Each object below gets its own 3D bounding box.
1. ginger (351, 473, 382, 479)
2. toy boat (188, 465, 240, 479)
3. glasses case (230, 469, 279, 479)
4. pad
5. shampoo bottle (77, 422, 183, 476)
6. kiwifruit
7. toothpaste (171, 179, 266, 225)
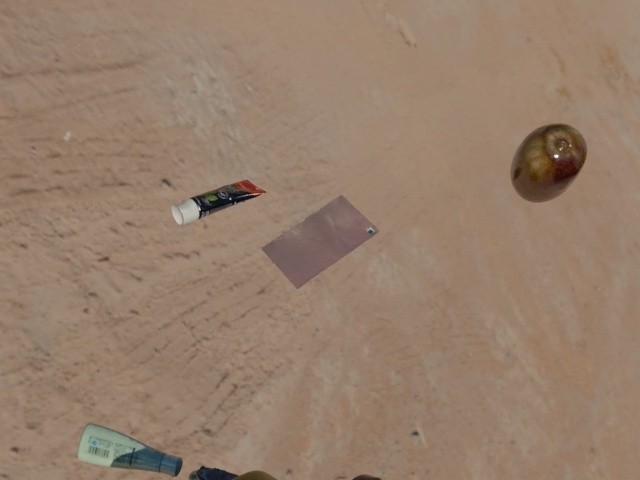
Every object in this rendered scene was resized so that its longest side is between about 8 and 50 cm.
[{"bbox_3d":[0.072,0.420,0.567,0.358,0.211,0.413,-12,99,-39],"label":"ginger"},{"bbox_3d":[-0.169,0.536,1.299,0.227,0.085,0.155,25,38,2],"label":"toy boat"},{"bbox_3d":[-0.182,0.501,1.007,0.371,0.141,0.173,-18,113,-36],"label":"glasses case"},{"bbox_3d":[0.000,0.000,1.227,0.187,0.006,0.113,-35,61,-17],"label":"pad"},{"bbox_3d":[-0.348,0.391,1.248,0.190,0.041,0.069,12,77,8],"label":"shampoo bottle"},{"bbox_3d":[0.247,-0.083,0.742,0.124,0.075,0.075,61,15,-72],"label":"kiwifruit"},{"bbox_3d":[-0.207,-0.083,1.368,0.193,0.045,0.071,-24,42,-33],"label":"toothpaste"}]
